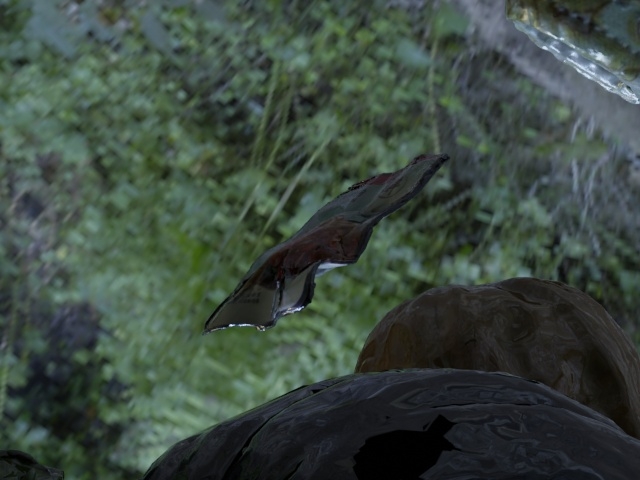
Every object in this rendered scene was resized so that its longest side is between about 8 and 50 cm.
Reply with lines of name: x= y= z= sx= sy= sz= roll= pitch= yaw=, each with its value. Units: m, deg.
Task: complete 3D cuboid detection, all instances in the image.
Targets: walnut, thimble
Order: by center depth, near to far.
walnut: x=0.112 y=0.125 z=1.110 sx=0.213 sy=0.213 sz=0.213 roll=5 pitch=114 yaw=11
thimble: x=0.266 y=-0.214 z=1.672 sx=0.190 sy=0.137 sz=0.143 roll=31 pitch=91 yaw=-30

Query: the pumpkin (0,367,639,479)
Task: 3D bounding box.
pumpkin: x=-0.015 y=0.132 z=0.498 sx=0.248 sy=0.248 sz=0.248 roll=5 pitch=114 yaw=11

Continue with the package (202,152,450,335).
package: x=0.000 y=0.000 z=1.638 sx=0.040 sy=0.232 sz=0.166 roll=54 pitch=147 yaw=-14
